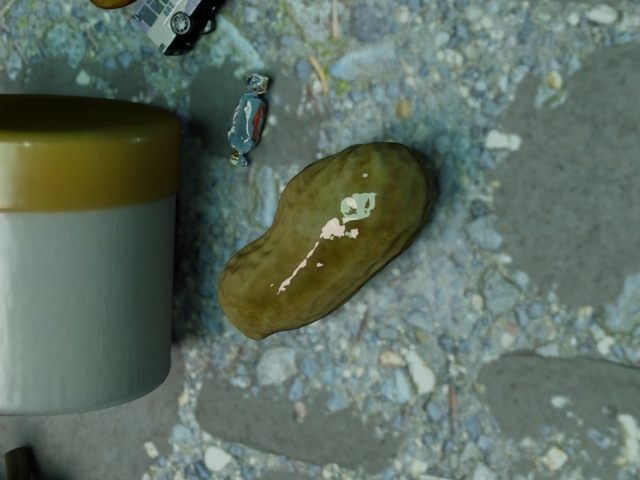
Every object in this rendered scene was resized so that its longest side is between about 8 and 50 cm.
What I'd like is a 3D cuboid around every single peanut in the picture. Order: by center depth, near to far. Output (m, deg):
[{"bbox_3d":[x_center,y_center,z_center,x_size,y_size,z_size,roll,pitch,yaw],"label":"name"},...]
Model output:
[{"bbox_3d":[0.000,0.000,1.112,0.226,0.095,0.108,-45,64,28],"label":"peanut"}]

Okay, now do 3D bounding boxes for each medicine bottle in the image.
[{"bbox_3d":[-0.240,0.003,1.144,0.237,0.238,0.232,10,104,23],"label":"medicine bottle"}]

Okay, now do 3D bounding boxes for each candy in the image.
[{"bbox_3d":[-0.064,-0.103,1.162,0.030,0.020,0.083,24,110,20],"label":"candy"}]

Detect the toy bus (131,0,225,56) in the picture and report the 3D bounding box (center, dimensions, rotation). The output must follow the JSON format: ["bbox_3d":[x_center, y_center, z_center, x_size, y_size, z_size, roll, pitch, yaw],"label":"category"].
[{"bbox_3d":[-0.110,-0.209,1.148,0.058,0.052,0.102,45,113,12],"label":"toy bus"}]

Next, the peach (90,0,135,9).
[{"bbox_3d":[-0.171,-0.239,1.167,0.098,0.061,0.098,-30,41,30],"label":"peach"}]

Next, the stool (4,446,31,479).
[{"bbox_3d":[-0.326,0.281,1.305,0.217,0.125,0.121,-45,64,42],"label":"stool"}]
